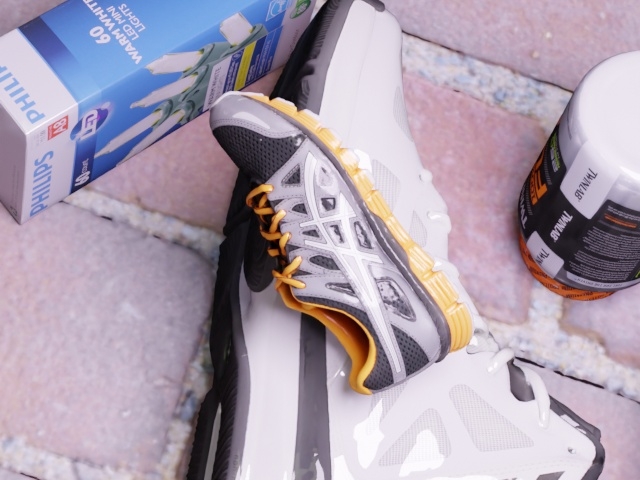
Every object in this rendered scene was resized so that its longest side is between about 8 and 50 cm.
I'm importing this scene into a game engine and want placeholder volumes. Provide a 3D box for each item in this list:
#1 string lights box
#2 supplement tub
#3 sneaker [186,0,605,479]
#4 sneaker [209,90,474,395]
[{"bbox_3d":[-0.126,-0.131,1.309,0.260,0.133,0.077,-34,74,-24],"label":"string lights box"},{"bbox_3d":[0.207,-0.038,1.292,0.117,0.190,0.117,5,61,-9],"label":"supplement tub"},{"bbox_3d":[0.064,0.057,1.256,0.258,0.169,0.447,14,69,-13],"label":"sneaker"},{"bbox_3d":[0.000,0.000,1.121,0.083,0.084,0.215,-40,89,-17],"label":"sneaker"}]
